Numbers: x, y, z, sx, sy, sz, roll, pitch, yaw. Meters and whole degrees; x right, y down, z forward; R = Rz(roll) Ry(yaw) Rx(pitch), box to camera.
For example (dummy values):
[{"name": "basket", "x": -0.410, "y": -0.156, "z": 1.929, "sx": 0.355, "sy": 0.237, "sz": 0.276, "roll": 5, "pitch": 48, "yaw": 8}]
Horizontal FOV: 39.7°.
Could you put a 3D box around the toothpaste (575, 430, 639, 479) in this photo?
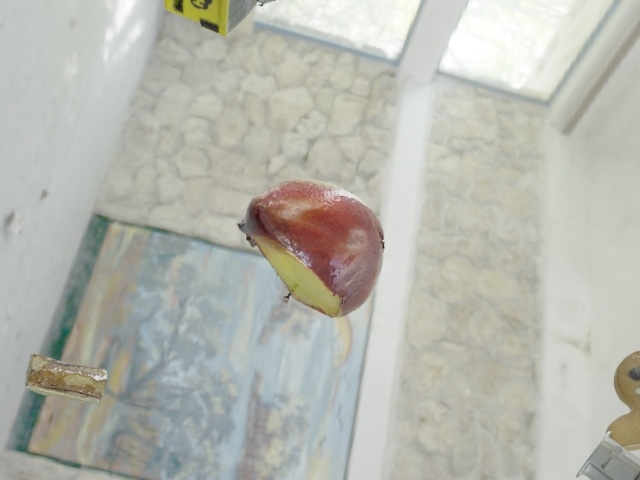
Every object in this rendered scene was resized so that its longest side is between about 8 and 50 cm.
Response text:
[{"name": "toothpaste", "x": 0.366, "y": 0.278, "z": 0.817, "sx": 0.061, "sy": 0.266, "sz": 0.096, "roll": -21, "pitch": 140, "yaw": -56}]

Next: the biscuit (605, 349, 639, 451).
[{"name": "biscuit", "x": 0.451, "y": 0.247, "z": 1.135, "sx": 0.035, "sy": 0.158, "sz": 0.240, "roll": 79, "pitch": -5, "yaw": -57}]

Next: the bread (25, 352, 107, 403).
[{"name": "bread", "x": -0.264, "y": 0.144, "z": 0.919, "sx": 0.036, "sy": 0.083, "sz": 0.047, "roll": -66, "pitch": -154, "yaw": 11}]

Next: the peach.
[{"name": "peach", "x": 0.004, "y": -0.004, "z": 1.250, "sx": 0.154, "sy": 0.158, "sz": 0.267, "roll": -56, "pitch": 143, "yaw": -19}]

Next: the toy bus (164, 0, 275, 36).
[{"name": "toy bus", "x": -0.044, "y": -0.254, "z": 0.700, "sx": 0.081, "sy": 0.074, "sz": 0.226, "roll": 99, "pitch": 14, "yaw": -52}]
